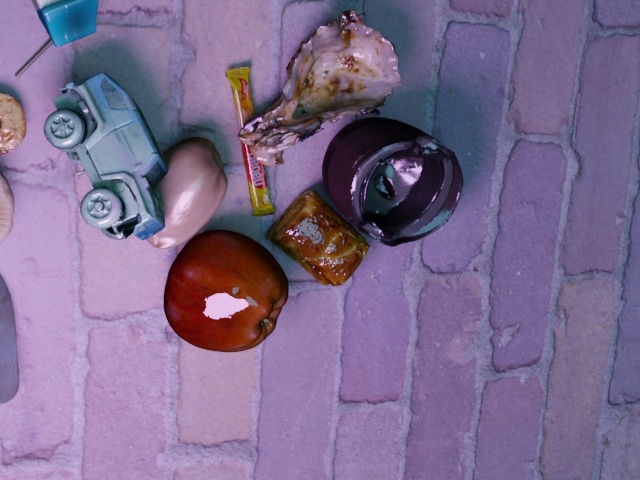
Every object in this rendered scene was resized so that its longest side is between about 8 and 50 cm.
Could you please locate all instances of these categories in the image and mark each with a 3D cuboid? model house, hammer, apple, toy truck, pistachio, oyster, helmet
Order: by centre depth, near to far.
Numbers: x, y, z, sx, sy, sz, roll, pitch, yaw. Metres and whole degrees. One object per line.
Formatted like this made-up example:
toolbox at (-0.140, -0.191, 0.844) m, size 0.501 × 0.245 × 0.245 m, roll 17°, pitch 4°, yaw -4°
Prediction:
model house at (-0.425, -0.406, 1.490) m, size 0.100 × 0.127 × 0.148 m, roll -24°, pitch 108°, yaw -15°
toy truck at (-0.351, -0.135, 1.526) m, size 0.156 × 0.155 × 0.278 m, roll -27°, pitch 82°, yaw -3°
hammer at (-0.485, -0.321, 1.550) m, size 0.110 × 0.019 × 0.035 m, roll -45°, pitch 115°, yaw 0°
pistachio at (-0.251, -0.087, 1.641) m, size 0.144 × 0.144 × 0.215 m, roll 29°, pitch 95°, yaw -26°
apple at (-0.178, 0.099, 1.663) m, size 0.234 × 0.234 × 0.234 m, roll -6°, pitch 105°, yaw -21°
oyster at (0.002, -0.264, 1.684) m, size 0.198 × 0.133 × 0.337 m, roll 43°, pitch 81°, yaw -3°
helmet at (0.125, -0.125, 1.756) m, size 0.305 × 0.177 × 0.225 m, roll 24°, pitch 102°, yaw -51°

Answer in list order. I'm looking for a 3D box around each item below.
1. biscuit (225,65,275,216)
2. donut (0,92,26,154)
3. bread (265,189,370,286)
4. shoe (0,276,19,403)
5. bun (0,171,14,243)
biscuit at (-0.133, -0.185, 1.720) m, size 0.048 × 0.026 × 0.291 m, roll -18°, pitch 110°, yaw -25°
donut at (-0.552, -0.199, 1.536) m, size 0.097 × 0.043 × 0.108 m, roll 7°, pitch 99°, yaw -23°
bread at (0.000, 0.000, 1.777) m, size 0.172 × 0.103 × 0.132 m, roll 41°, pitch 83°, yaw -23°
shoe at (-0.604, 0.167, 1.589) m, size 0.100 × 0.103 × 0.251 m, roll -8°, pitch 95°, yaw 24°
bun at (-0.611, -0.066, 1.504) m, size 0.193 × 0.128 × 0.178 m, roll 19°, pitch 96°, yaw -36°
